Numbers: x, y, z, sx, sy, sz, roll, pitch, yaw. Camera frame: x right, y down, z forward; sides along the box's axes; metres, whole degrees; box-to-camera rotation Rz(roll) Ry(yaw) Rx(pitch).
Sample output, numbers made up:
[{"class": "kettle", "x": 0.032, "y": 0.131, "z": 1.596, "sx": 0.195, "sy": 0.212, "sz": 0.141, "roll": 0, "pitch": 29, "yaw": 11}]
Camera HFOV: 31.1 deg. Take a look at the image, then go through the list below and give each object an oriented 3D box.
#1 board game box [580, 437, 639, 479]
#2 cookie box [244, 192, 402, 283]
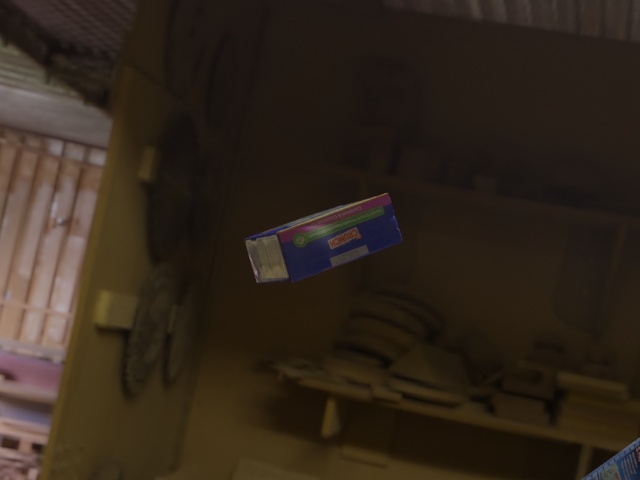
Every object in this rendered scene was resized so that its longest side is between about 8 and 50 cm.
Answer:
[{"class": "board game box", "x": 0.332, "y": 0.220, "z": 0.984, "sx": 0.194, "sy": 0.194, "sz": 0.060, "roll": 26, "pitch": 28, "yaw": -12}, {"class": "cookie box", "x": 0.000, "y": 0.000, "z": 0.872, "sx": 0.091, "sy": 0.040, "sz": 0.107, "roll": -20, "pitch": 3, "yaw": -17}]
